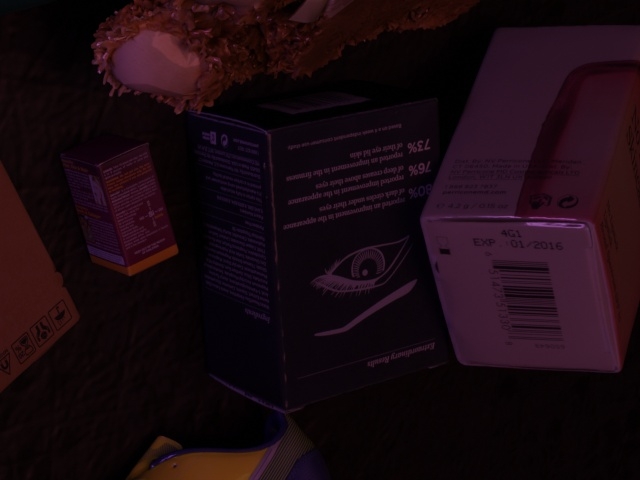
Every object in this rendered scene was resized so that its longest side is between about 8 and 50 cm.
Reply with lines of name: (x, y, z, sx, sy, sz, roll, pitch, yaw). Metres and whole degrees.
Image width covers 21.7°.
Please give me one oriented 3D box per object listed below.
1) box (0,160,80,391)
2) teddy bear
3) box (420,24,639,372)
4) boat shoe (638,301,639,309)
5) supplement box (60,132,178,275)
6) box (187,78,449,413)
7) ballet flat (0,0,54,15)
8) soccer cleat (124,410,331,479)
box: (-0.252, 0.042, 1.051, 0.201, 0.021, 0.164, -45, 124, -38)
teddy bear: (-0.009, -0.187, 1.099, 0.338, 0.113, 0.245, -30, 161, -29)
box: (0.174, -0.035, 1.233, 0.232, 0.126, 0.149, -65, 148, -43)
boat shoe: (0.303, -0.004, 1.394, 0.340, 0.113, 0.127, -43, 163, -26)
supplement box: (-0.136, -0.025, 1.132, 0.043, 0.055, 0.083, -27, 116, -29)
box: (0.000, 0.000, 1.202, 0.153, 0.108, 0.207, -13, 109, -33)
ballet flat: (-0.284, -0.165, 0.953, 0.482, 0.164, 0.182, -33, 96, -31)
soccer cleat: (-0.124, 0.209, 1.194, 0.289, 0.093, 0.121, -20, 82, -26)
